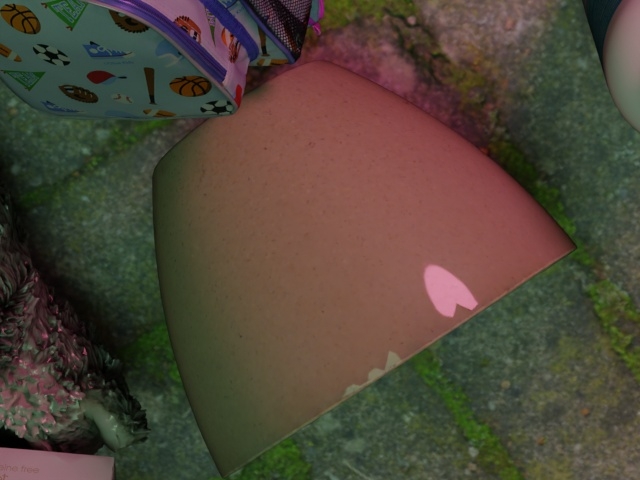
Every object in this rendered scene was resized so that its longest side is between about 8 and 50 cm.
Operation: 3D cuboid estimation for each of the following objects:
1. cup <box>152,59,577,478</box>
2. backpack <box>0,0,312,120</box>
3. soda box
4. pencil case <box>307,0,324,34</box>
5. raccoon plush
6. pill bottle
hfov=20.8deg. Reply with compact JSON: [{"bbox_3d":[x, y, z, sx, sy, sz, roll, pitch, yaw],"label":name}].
[{"bbox_3d":[0.000,0.000,1.373,0.331,0.331,0.237,-34,86,18],"label":"cup"},{"bbox_3d":[-0.153,-0.213,1.234,0.277,0.213,0.263,-3,146,26],"label":"backpack"},{"bbox_3d":[-0.278,0.215,1.424,0.216,0.074,0.069,5,143,-1],"label":"soda box"},{"bbox_3d":[-0.012,-0.241,1.361,0.070,0.064,0.151,17,117,-3],"label":"pencil case"},{"bbox_3d":[-0.251,-0.003,1.427,0.299,0.216,0.446,15,117,-14],"label":"raccoon plush"},{"bbox_3d":[0.274,-0.157,1.281,0.146,0.264,0.146,1,117,2],"label":"pill bottle"}]
